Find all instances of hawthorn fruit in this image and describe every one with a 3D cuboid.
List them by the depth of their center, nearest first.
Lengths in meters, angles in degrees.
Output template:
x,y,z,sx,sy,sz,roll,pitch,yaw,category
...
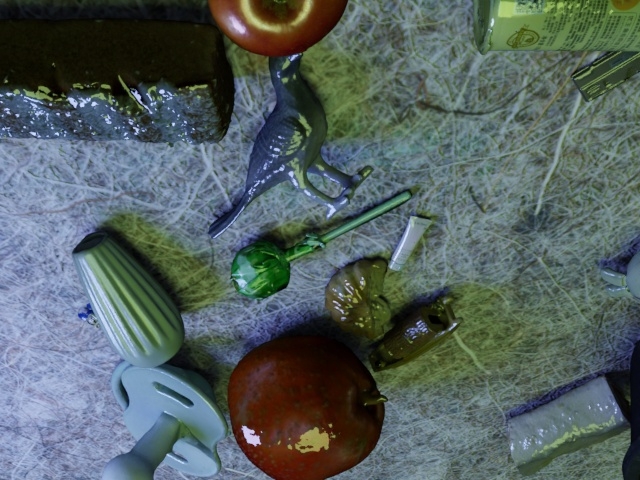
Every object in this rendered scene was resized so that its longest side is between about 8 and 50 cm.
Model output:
x,y,z,sx,sy,sz,roll,pitch,yaw,category
-0.015,0.301,1.138,0.300,0.275,0.275,-16,131,27,hawthorn fruit

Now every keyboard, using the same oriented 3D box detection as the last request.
x,y,z,sx,sy,sz,roll,pitch,yaw,category
0.392,-0.230,0.805,0.129,0.015,0.049,-31,120,27,keyboard

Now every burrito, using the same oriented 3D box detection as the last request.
x,y,z,sx,sy,sz,roll,pitch,yaw,category
0.507,0.400,1.321,0.143,0.105,0.299,32,124,-29,burrito

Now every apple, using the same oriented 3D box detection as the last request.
x,y,z,sx,sy,sz,roll,pitch,yaw,category
-0.046,-0.279,0.680,0.164,0.139,0.163,1,122,2,apple

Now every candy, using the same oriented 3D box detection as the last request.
x,y,z,sx,sy,sz,roll,pitch,yaw,category
-0.001,-0.002,0.995,0.324,0.097,0.097,-27,127,13,candy

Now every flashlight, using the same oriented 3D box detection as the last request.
x,y,z,sx,sy,sz,roll,pitch,yaw,category
-0.388,0.157,1.165,0.121,0.035,0.057,33,124,-25,flashlight

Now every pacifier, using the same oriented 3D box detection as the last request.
x,y,z,sx,sy,sz,roll,pitch,yaw,category
-0.334,0.390,1.235,0.288,0.269,0.343,24,130,13,pacifier

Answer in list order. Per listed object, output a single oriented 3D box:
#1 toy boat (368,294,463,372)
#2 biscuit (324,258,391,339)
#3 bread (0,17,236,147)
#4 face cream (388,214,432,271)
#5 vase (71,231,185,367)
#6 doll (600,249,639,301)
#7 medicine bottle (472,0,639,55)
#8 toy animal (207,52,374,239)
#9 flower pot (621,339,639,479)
x,y,z,sx,sy,sz,roll,pitch,yaw,category
0.163,0.175,1.138,0.088,0.068,0.226,5,143,-42,toy boat
0.065,0.113,1.098,0.118,0.061,0.183,-4,133,7,biscuit
-0.318,-0.188,0.760,0.417,0.113,0.165,1,167,1,bread
0.142,0.004,1.021,0.038,0.020,0.115,13,128,-13,face cream
-0.326,0.098,1.056,0.128,0.128,0.248,-15,122,15,vase
0.590,0.041,0.979,0.275,0.113,0.155,-26,130,22,doll
0.297,-0.271,0.700,0.239,0.124,0.124,-1,133,1,medicine bottle
-0.035,-0.109,0.872,0.206,0.081,0.367,27,129,7,toy animal
0.695,0.286,1.109,0.380,0.251,0.379,2,135,2,flower pot
